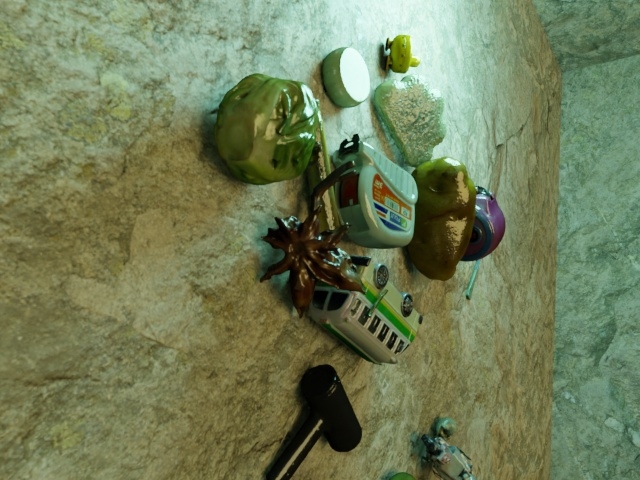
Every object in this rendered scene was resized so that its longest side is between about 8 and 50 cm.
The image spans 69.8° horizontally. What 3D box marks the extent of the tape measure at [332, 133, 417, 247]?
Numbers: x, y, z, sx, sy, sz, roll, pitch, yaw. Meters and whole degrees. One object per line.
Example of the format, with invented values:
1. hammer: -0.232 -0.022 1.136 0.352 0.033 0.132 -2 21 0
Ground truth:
1. tape measure: 0.131 -0.102 1.153 0.243 0.125 0.246 22 68 -41

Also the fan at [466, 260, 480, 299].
1. fan: 0.600 0.148 1.799 0.038 0.016 0.193 54 51 -38

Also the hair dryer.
1. hair dryer: -0.025 0.423 0.984 0.251 0.089 0.197 -41 122 -33

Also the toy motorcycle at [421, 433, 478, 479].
1. toy motorcycle: 0.408 0.683 1.385 0.239 0.204 0.108 29 96 -45

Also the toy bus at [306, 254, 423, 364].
1. toy bus: 0.111 0.177 1.098 0.305 0.143 0.179 46 57 -40

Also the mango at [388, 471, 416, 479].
1. mango: 0.206 0.709 1.229 0.194 0.091 0.130 -30 110 -52

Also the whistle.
1. whistle: -0.002 -0.149 1.041 0.068 0.057 0.327 -21 104 -49

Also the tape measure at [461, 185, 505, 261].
1. tape measure: 0.473 -0.059 1.488 0.149 0.231 0.245 -31 116 -47

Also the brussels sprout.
1. brussels sprout: -0.097 -0.202 0.858 0.223 0.161 0.223 -32 134 -39

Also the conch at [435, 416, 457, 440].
1. conch: 0.405 0.616 1.506 0.085 0.056 0.076 26 91 -28

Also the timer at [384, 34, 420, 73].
1. timer: 0.242 -0.533 1.319 0.107 0.109 0.107 -177 -90 -87

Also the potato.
1. potato: 0.351 -0.062 1.367 0.195 0.176 0.369 -2 99 -28

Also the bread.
1. bread: 0.280 -0.362 1.330 0.207 0.056 0.286 -44 121 -6

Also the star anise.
1. star anise: 0.002 -0.003 0.940 0.237 0.148 0.347 17 86 -5

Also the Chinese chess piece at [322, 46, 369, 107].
1. Chinese chess piece: 0.064 -0.402 1.136 0.144 0.058 0.144 6 83 -52

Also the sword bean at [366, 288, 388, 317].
1. sword bean: 0.124 0.136 0.999 0.083 0.012 0.012 -50 125 -31
